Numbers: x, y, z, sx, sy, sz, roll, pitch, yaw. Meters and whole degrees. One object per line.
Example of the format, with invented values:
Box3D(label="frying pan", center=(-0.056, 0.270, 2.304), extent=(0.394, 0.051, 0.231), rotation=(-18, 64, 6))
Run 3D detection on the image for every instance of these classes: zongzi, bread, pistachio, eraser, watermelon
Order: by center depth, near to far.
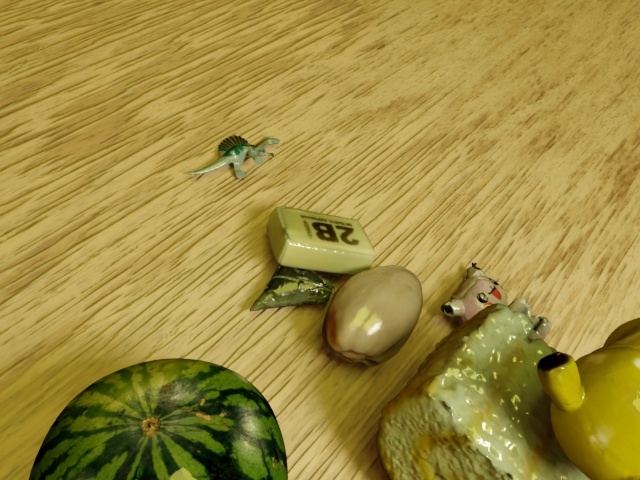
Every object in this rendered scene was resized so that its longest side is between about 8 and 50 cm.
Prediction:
Box3D(label="watermelon", center=(-0.174, 0.274, 0.594), extent=(0.285, 0.285, 0.285), rotation=(8, 58, -13))
Box3D(label="bread", center=(0.273, 0.322, 0.732), extent=(0.395, 0.264, 0.239), rotation=(44, 45, 10))
Box3D(label="pistachio", center=(0.088, 0.119, 0.856), extent=(0.144, 0.144, 0.215), rotation=(43, 43, 10))
Box3D(label="zongzi", center=(-0.043, 0.098, 0.871), extent=(0.109, 0.055, 0.119), rotation=(26, 55, 9))
Box3D(label="eraser", center=(0.000, 0.000, 0.910), extent=(0.172, 0.058, 0.117), rotation=(9, 35, -23))

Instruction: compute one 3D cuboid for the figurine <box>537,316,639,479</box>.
Box3D(label="figurine", center=(0.383, 0.194, 0.597), extent=(0.326, 0.169, 0.218), rotation=(-17, 58, -34))

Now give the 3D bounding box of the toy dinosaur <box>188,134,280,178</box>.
Box3D(label="toy dinosaur", center=(-0.164, -0.171, 1.010), extent=(0.187, 0.044, 0.106), rotation=(-11, 50, -9))

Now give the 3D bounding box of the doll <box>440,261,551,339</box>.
Box3D(label="doll", center=(0.314, 0.136, 0.942), extent=(0.192, 0.095, 0.149), rotation=(45, 52, 14))
